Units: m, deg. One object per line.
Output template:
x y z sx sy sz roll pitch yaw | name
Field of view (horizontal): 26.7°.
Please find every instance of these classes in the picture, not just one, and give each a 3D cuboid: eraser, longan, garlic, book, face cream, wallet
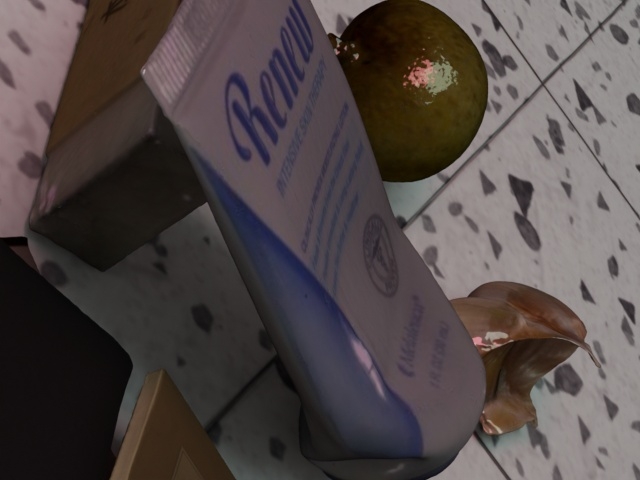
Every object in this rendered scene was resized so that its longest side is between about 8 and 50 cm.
-0.110 -0.147 0.964 0.078 0.144 0.343 35 41 -29 | eraser
0.061 -0.131 1.143 0.176 0.145 0.154 36 26 -34 | longan
0.155 0.088 1.135 0.174 0.099 0.124 -2 51 -49 | garlic
-0.063 0.190 0.802 0.198 0.016 0.138 61 19 -24 | book
0.000 0.000 0.884 0.234 0.137 0.420 -72 146 -48 | face cream
-0.171 0.099 0.705 0.149 0.044 0.250 47 26 -27 | wallet

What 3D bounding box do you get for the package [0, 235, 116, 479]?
-0.223 0.080 0.748 0.251 0.062 0.203 8 57 -61 | package
